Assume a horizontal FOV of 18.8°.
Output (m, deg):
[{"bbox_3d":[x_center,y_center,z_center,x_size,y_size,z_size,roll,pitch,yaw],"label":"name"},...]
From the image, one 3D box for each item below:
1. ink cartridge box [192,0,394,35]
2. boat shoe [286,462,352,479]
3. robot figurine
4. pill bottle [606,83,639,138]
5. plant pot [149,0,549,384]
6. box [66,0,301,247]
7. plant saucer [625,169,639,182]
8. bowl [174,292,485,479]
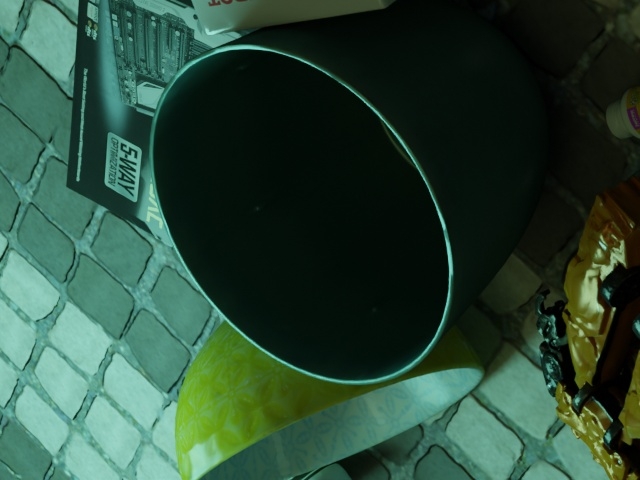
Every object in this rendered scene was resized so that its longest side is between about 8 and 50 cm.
[{"bbox_3d":[-0.008,-0.322,1.472,0.198,0.197,0.270,-3,115,43],"label":"ink cartridge box"},{"bbox_3d":[-0.071,0.256,1.983,0.105,0.113,0.306,59,153,2],"label":"boat shoe"},{"bbox_3d":[0.261,0.091,1.547,0.211,0.085,0.291,53,157,30],"label":"robot figurine"},{"bbox_3d":[0.262,-0.103,1.495,0.083,0.043,0.043,-19,104,46],"label":"pill bottle"},{"bbox_3d":[0.049,-0.066,1.566,0.293,0.235,0.293,22,129,30],"label":"plant pot"},{"bbox_3d":[-0.114,-0.131,1.783,0.242,0.076,0.307,30,133,23],"label":"box"},{"bbox_3d":[0.285,-0.003,1.558,0.119,0.021,0.119,22,129,30],"label":"plant saucer"},{"bbox_3d":[-0.015,0.106,1.736,0.289,0.289,0.156,-40,68,48],"label":"bowl"}]
